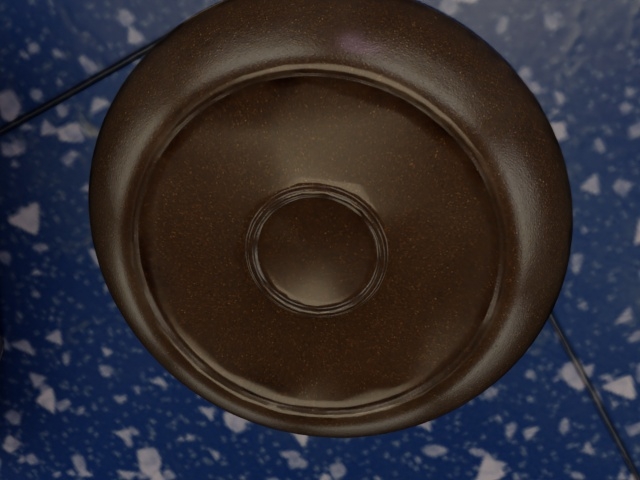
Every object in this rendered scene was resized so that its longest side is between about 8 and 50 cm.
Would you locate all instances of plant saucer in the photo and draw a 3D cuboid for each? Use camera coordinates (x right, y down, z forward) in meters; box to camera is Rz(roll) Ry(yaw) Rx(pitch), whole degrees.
[{"bbox_3d":[0.000,0.000,0.699,0.311,0.050,0.310,3,113,6],"label":"plant saucer"}]

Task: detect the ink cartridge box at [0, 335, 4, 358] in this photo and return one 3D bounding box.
[{"bbox_3d":[-0.404,0.037,0.629,0.395,0.166,0.285,7,145,-1],"label":"ink cartridge box"}]
